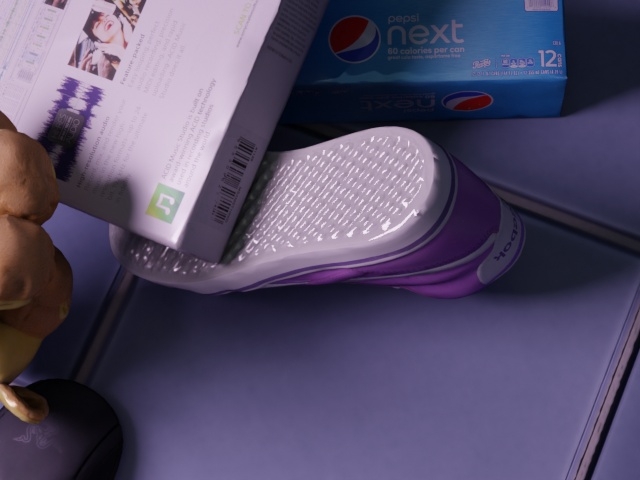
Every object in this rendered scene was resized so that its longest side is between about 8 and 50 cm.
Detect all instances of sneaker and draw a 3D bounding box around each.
[{"bbox_3d":[0.000,0.001,1.104,0.282,0.161,0.102,0,75,38],"label":"sneaker"}]

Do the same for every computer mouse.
[{"bbox_3d":[-0.191,0.223,1.064,0.184,0.060,0.262,34,78,13],"label":"computer mouse"}]

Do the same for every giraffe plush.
[{"bbox_3d":[-0.224,0.033,1.039,0.210,0.170,0.181,-20,54,18],"label":"giraffe plush"}]

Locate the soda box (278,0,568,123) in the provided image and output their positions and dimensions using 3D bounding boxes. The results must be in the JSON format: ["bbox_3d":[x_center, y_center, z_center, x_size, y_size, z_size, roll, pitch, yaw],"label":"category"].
[{"bbox_3d":[0.061,-0.125,1.150,0.210,0.071,0.067,-1,72,3],"label":"soda box"}]

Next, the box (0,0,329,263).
[{"bbox_3d":[-0.158,-0.144,1.104,0.322,0.058,0.232,22,87,29],"label":"box"}]
